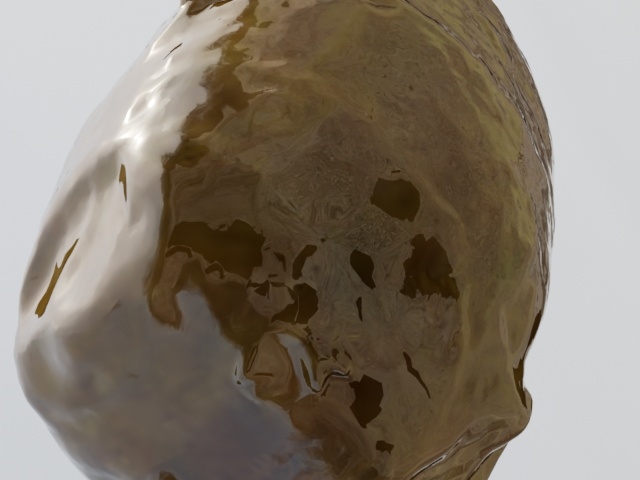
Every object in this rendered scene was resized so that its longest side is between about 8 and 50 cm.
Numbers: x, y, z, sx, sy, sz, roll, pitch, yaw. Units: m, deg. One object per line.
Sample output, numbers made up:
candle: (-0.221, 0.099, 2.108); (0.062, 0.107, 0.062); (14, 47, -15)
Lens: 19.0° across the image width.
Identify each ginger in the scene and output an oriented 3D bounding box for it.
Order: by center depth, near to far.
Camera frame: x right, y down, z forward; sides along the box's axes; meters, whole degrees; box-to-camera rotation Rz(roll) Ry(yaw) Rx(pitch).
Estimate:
ginger: (-0.003, -0.003, 0.780); (0.200, 0.269, 0.223); (35, 178, -22)
